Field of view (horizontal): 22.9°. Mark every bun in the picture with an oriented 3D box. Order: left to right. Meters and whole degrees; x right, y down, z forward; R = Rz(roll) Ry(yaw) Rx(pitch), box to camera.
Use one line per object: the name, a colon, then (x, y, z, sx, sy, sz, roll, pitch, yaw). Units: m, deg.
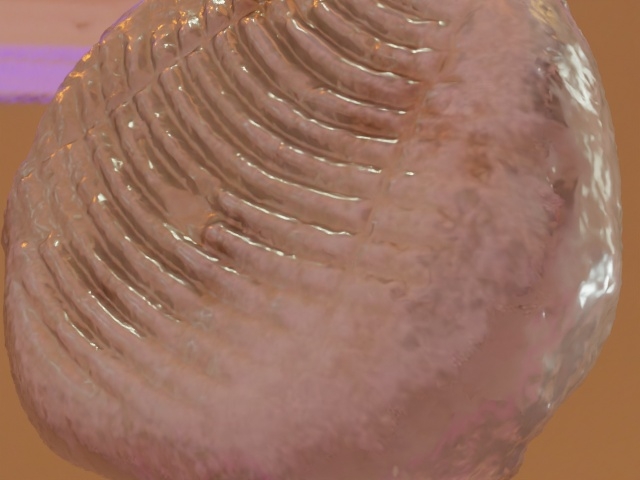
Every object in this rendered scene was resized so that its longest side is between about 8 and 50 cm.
bun: (0.004, -0.004, 0.809, 0.354, 0.194, 0.354, -16, -125, 23)
